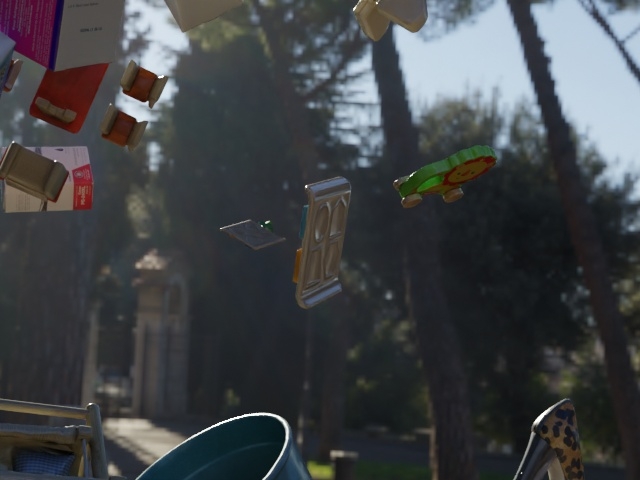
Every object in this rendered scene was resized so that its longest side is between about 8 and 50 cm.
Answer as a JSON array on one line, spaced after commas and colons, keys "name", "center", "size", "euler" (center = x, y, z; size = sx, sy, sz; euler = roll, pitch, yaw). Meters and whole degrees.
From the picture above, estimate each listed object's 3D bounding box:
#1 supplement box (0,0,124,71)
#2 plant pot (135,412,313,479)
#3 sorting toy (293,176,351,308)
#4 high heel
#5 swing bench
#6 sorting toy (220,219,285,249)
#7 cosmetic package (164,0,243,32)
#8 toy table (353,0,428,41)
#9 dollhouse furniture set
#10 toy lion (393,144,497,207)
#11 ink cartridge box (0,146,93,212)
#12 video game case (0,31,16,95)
[{"name": "supplement box", "center": [-0.384, -0.323, 1.650], "size": [0.220, 0.114, 0.111], "euler": [31, 30, 29]}, {"name": "plant pot", "center": [-0.098, 0.409, 1.580], "size": [0.271, 0.255, 0.272], "euler": [-27, 16, 9]}, {"name": "sorting toy", "center": [0.000, 0.000, 2.104], "size": [0.038, 0.208, 0.193], "euler": [7, 10, 19]}, {"name": "high heel", "center": [0.421, 0.366, 1.931], "size": [0.261, 0.186, 0.093], "euler": [26, -2, -33]}, {"name": "swing bench", "center": [-0.372, 0.300, 1.401], "size": [0.253, 0.165, 0.254], "euler": [10, 16, -24]}, {"name": "sorting toy", "center": [-0.074, -0.007, 1.464], "size": [0.062, 0.012, 0.083], "euler": [26, 24, 27]}, {"name": "cosmetic package", "center": [-0.187, -0.421, 1.843], "size": [0.117, 0.085, 0.231], "euler": [-27, -14, -11]}, {"name": "toy table", "center": [0.087, -0.412, 1.723], "size": [0.252, 0.161, 0.274], "euler": [34, -10, 40]}, {"name": "dollhouse furniture set", "center": [-0.398, -0.196, 1.850], "size": [0.262, 0.259, 0.135], "euler": [24, -8, -9]}, {"name": "toy lion", "center": [0.146, -0.076, 1.365], "size": [0.100, 0.034, 0.096], "euler": [-9, -22, -34]}, {"name": "ink cartridge box", "center": [-0.474, -0.107, 2.103], "size": [0.150, 0.109, 0.063], "euler": [-2, -48, -17]}, {"name": "video game case", "center": [-0.515, -0.143, 1.646], "size": [0.061, 0.244, 0.269], "euler": [33, -23, -9]}]
